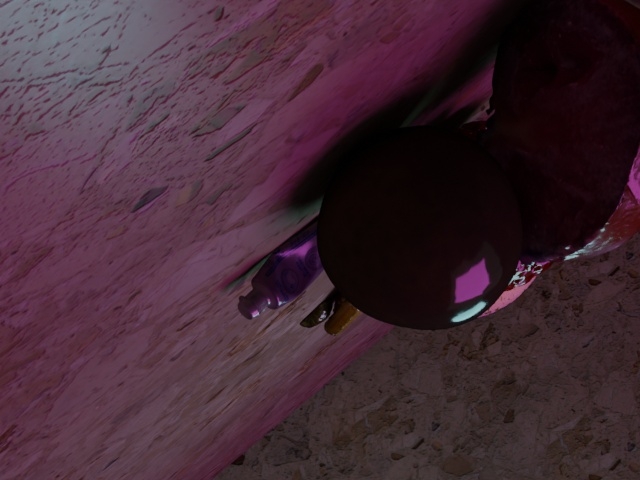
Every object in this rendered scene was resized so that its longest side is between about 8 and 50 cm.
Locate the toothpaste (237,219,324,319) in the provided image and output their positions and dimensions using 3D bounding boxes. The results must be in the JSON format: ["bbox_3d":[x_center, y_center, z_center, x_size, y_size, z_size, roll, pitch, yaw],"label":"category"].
[{"bbox_3d":[0.000,0.000,1.360,0.301,0.048,0.075,-43,143,-27],"label":"toothpaste"}]

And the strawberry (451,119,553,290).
[{"bbox_3d":[0.215,-0.037,1.464,0.257,0.261,0.261,-40,171,33],"label":"strawberry"}]

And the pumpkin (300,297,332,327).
[{"bbox_3d":[-0.003,0.149,1.983,0.083,0.028,0.050,-40,172,14],"label":"pumpkin"}]

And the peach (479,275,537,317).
[{"bbox_3d":[0.230,0.015,1.704,0.274,0.249,0.245,-33,-169,-29],"label":"peach"}]

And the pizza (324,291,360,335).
[{"bbox_3d":[0.082,0.102,2.020,0.199,0.062,0.188,-43,177,-31],"label":"pizza"}]

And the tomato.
[{"bbox_3d":[0.336,-0.121,1.214,0.176,0.289,0.335,1,105,-24],"label":"tomato"}]

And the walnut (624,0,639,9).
[{"bbox_3d":[0.436,-0.344,1.294,0.162,0.140,0.140,-24,162,-29],"label":"walnut"}]

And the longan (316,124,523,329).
[{"bbox_3d":[0.118,-0.008,1.203,0.258,0.258,0.258,-40,169,-9],"label":"longan"}]
